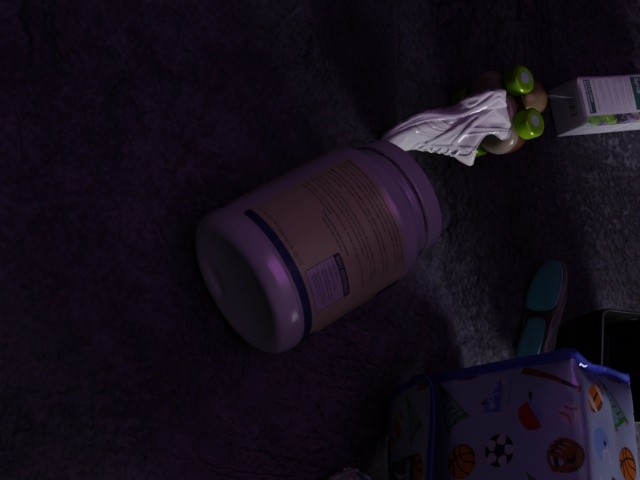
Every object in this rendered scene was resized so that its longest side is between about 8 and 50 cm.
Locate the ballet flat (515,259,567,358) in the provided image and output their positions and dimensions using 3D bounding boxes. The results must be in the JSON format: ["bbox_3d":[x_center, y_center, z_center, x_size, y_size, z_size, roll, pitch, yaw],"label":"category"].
[{"bbox_3d":[0.400,0.140,1.864,0.068,0.072,0.213,39,64,-45],"label":"ballet flat"}]

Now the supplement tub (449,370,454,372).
[{"bbox_3d":[0.257,0.271,1.759,0.071,0.071,0.107,-2,81,-26],"label":"supplement tub"}]

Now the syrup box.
[{"bbox_3d":[0.561,-0.260,1.989,0.237,0.096,0.093,-7,84,-26],"label":"syrup box"}]

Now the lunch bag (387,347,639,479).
[{"bbox_3d":[0.256,0.358,1.553,0.239,0.386,0.327,27,58,-43],"label":"lunch bag"}]

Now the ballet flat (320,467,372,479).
[{"bbox_3d":[0.037,0.551,1.567,0.147,0.147,0.408,8,78,-25],"label":"ballet flat"}]

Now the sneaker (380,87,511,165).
[{"bbox_3d":[0.215,-0.174,1.763,0.232,0.090,0.115,-18,93,11],"label":"sneaker"}]

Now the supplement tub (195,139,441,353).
[{"bbox_3d":[0.000,0.000,1.589,0.325,0.235,0.235,-29,94,-27],"label":"supplement tub"}]

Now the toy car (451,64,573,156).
[{"bbox_3d":[0.360,-0.233,1.865,0.188,0.155,0.148,-9,85,-40],"label":"toy car"}]

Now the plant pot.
[{"bbox_3d":[0.511,0.219,1.833,0.188,0.167,0.188,7,84,-26],"label":"plant pot"}]
